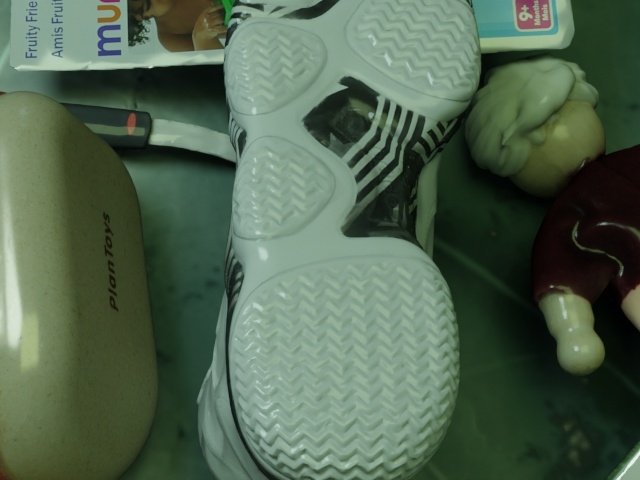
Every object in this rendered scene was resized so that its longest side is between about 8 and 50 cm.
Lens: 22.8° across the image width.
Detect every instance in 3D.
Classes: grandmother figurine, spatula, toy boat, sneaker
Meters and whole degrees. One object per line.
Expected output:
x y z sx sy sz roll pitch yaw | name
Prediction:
0.211 0.018 0.977 0.207 0.104 0.342 -25 67 -37 | grandmother figurine
-0.084 -0.062 0.994 0.296 0.030 0.084 8 62 -6 | spatula
-0.184 0.040 0.884 0.151 0.151 0.231 -16 64 16 | toy boat
0.000 0.000 0.884 0.137 0.210 0.366 7 57 -7 | sneaker

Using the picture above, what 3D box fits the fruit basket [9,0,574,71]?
-0.025 -0.263 1.031 0.353 0.165 0.327 0 64 -7 | fruit basket

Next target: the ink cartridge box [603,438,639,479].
0.216 0.191 0.860 0.171 0.056 0.235 41 89 10 | ink cartridge box
